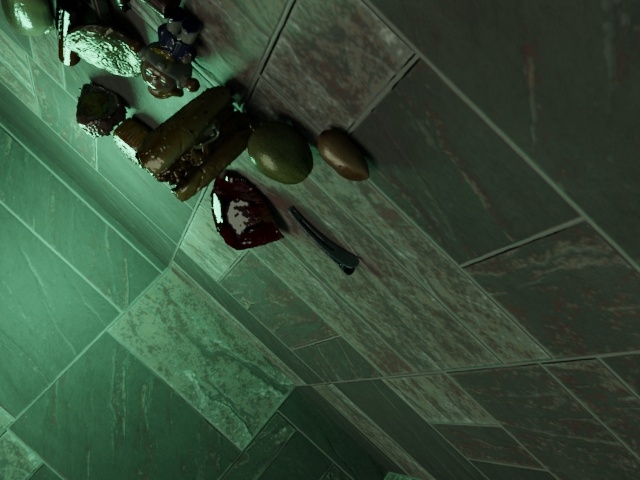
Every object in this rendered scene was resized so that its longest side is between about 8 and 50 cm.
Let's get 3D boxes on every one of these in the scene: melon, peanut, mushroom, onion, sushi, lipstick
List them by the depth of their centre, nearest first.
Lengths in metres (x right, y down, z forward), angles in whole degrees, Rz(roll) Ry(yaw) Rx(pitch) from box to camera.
[{"bbox_3d":[0.054,-0.194,1.502,0.152,0.076,0.076,45,158,-1],"label":"peanut"},{"bbox_3d":[-0.104,-0.222,1.616,0.192,0.139,0.139,40,158,-4],"label":"melon"},{"bbox_3d":[-0.736,-0.608,1.907,0.077,0.077,0.418,46,160,-10],"label":"lipstick"},{"bbox_3d":[-0.908,-0.741,2.001,0.154,0.138,0.407,59,161,-8],"label":"mushroom"},{"bbox_3d":[-0.291,-0.090,2.162,0.314,0.146,0.280,13,140,57],"label":"onion"},{"bbox_3d":[-0.795,-0.453,2.290,0.241,0.161,0.107,29,156,27],"label":"sushi"}]

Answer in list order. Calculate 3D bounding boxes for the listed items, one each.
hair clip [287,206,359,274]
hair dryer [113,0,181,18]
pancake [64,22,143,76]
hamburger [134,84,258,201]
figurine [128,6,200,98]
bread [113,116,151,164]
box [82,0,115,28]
[{"bbox_3d":[0.000,0.000,1.974,0.275,0.048,0.083,40,162,8],"label":"hair clip"},{"bbox_3d":[-0.457,-0.603,1.567,0.312,0.123,0.340,44,169,0],"label":"hair dryer"},{"bbox_3d":[-0.608,-0.542,1.872,0.250,0.031,0.250,9,163,3],"label":"pancake"},{"bbox_3d":[-0.309,-0.262,1.695,0.195,0.277,0.318,48,-164,-19],"label":"hamburger"},{"bbox_3d":[-0.385,-0.479,1.642,0.194,0.133,0.274,20,144,7],"label":"figurine"},{"bbox_3d":[-0.654,-0.341,2.341,0.199,0.104,0.199,35,159,16],"label":"bread"},{"bbox_3d":[-0.664,-0.658,1.852,0.180,0.047,0.325,39,158,11],"label":"box"}]
